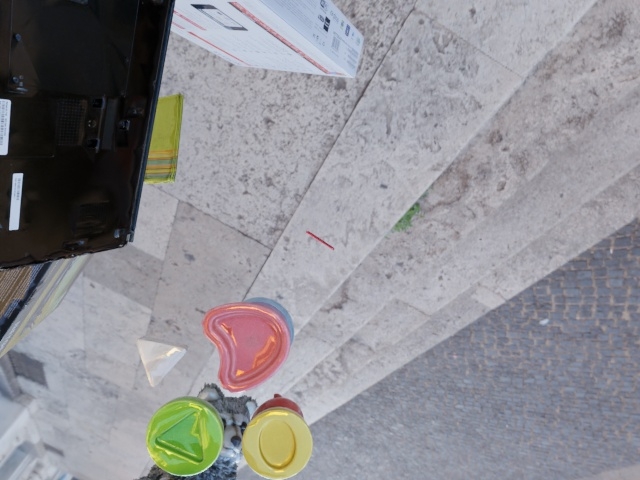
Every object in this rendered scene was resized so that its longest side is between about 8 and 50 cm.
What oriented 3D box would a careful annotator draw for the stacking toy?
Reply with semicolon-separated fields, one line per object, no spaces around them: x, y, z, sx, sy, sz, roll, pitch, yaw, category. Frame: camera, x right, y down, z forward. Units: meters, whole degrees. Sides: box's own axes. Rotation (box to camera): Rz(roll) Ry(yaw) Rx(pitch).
-0.165;0.261;0.797;0.279;0.130;0.309;-8;92;0;stacking toy

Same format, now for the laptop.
-0.209;-0.118;0.360;0.136;0.264;0.235;29;114;24;laptop

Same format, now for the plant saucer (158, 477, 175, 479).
-0.249;0.536;0.662;0.050;0.311;0.310;9;153;-40;plant saucer

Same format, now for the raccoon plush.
-0.350;0.517;1.087;0.446;0.299;0.216;-9;147;31;raccoon plush

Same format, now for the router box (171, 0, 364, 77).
-0.127;-0.386;0.758;0.301;0.335;0.082;17;98;26;router box

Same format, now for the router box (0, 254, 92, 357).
-0.448;0.031;0.714;0.081;0.243;0.309;36;102;-14;router box

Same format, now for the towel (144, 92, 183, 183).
-0.413;-0.266;1.145;0.102;0.238;0.021;1;172;23;towel

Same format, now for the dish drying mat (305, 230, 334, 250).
0.000;0.000;1.116;0.083;0.008;0.032;33;177;7;dish drying mat
